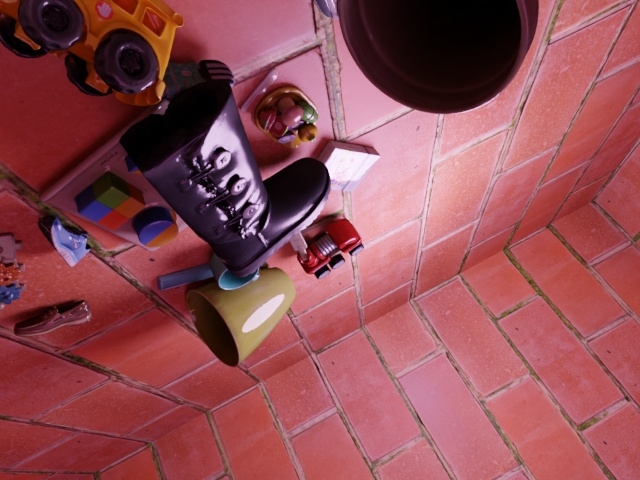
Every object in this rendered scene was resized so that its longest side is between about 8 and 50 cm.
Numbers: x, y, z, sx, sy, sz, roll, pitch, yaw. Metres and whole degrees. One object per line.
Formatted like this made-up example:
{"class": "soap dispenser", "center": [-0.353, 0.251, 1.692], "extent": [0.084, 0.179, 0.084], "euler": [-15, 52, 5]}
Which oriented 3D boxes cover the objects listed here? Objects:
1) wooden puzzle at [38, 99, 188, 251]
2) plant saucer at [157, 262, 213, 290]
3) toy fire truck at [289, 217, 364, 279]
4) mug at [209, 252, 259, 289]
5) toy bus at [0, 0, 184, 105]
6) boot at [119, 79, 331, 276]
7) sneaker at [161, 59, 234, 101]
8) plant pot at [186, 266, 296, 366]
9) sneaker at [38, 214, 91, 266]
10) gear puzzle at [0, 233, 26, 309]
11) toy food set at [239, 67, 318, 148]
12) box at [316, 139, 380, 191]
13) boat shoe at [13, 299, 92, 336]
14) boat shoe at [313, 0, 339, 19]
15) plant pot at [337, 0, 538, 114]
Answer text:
{"class": "wooden puzzle", "center": [-0.349, -0.104, 0.992], "extent": [0.322, 0.080, 0.348], "euler": [-36, 152, 8]}
{"class": "plant saucer", "center": [-0.391, 0.107, 1.367], "extent": [0.192, 0.018, 0.067], "euler": [-15, 148, -26]}
{"class": "toy fire truck", "center": [0.000, 0.000, 1.467], "extent": [0.217, 0.158, 0.246], "euler": [-35, 162, 9]}
{"class": "mug", "center": [-0.259, 0.074, 1.350], "extent": [0.130, 0.097, 0.157], "euler": [-26, 150, -17]}
{"class": "toy bus", "center": [-0.302, -0.320, 0.616], "extent": [0.220, 0.150, 0.211], "euler": [25, 83, -47]}
{"class": "boot", "center": [-0.148, -0.155, 0.947], "extent": [0.367, 0.146, 0.445], "euler": [-52, 150, -17]}
{"class": "sneaker", "center": [-0.268, -0.266, 0.811], "extent": [0.224, 0.083, 0.098], "euler": [-8, 157, -30]}
{"class": "plant pot", "center": [-0.230, 0.212, 1.476], "extent": [0.294, 0.275, 0.274], "euler": [-30, 156, -35]}
{"class": "sneaker", "center": [-0.550, -0.011, 0.990], "extent": [0.073, 0.063, 0.162], "euler": [-39, 162, -25]}
{"class": "gear puzzle", "center": [-0.710, 0.053, 0.933], "extent": [0.176, 0.044, 0.338], "euler": [-9, 145, -36]}
{"class": "toy food set", "center": [-0.071, -0.265, 1.010], "extent": [0.128, 0.071, 0.218], "euler": [-39, 151, 15]}
{"class": "box", "center": [0.061, -0.205, 1.276], "extent": [0.186, 0.038, 0.145], "euler": [0, 139, -43]}
{"class": "boat shoe", "center": [-0.695, 0.198, 1.181], "extent": [0.178, 0.064, 0.060], "euler": [-14, 117, -32]}
{"class": "boat shoe", "center": [-0.030, -0.477, 0.711], "extent": [0.099, 0.116, 0.319], "euler": [8, 169, 19]}
{"class": "plant pot", "center": [0.236, -0.435, 0.783], "extent": [0.280, 0.323, 0.323], "euler": [-55, 161, -23]}
